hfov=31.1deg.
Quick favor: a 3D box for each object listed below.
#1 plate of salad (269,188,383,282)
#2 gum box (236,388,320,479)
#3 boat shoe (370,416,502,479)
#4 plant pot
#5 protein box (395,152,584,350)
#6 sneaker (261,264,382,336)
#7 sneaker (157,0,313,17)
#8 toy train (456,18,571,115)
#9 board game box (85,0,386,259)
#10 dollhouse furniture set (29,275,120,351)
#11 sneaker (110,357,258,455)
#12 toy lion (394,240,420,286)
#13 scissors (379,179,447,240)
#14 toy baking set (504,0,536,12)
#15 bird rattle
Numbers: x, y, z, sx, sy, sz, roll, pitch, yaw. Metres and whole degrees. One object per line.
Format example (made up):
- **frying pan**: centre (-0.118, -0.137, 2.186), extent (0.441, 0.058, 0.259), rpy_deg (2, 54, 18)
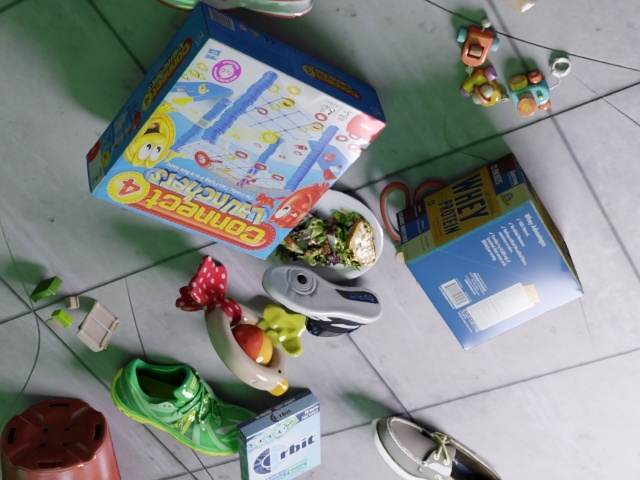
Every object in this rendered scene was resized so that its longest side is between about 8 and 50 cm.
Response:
- **plate of salad**: centre (0.000, 0.000, 1.833), extent (0.199, 0.048, 0.200), rpy_deg (5, 133, 6)
- **gum box**: centre (-0.074, 0.378, 2.128), extent (0.157, 0.041, 0.184), rpy_deg (-23, 136, -24)
- **boat shoe**: centre (0.215, 0.400, 2.114), extent (0.091, 0.109, 0.305), rpy_deg (-31, 126, 31)
- **plant pot**: centre (-0.498, 0.467, 2.212), extent (0.272, 0.272, 0.265), rpy_deg (5, 124, 6)
- **protein box**: centre (0.251, 0.019, 1.716), extent (0.201, 0.136, 0.200), rpy_deg (-28, 121, 15)
- **sneaker**: centre (-0.018, 0.112, 1.890), extent (0.216, 0.079, 0.121), rpy_deg (18, 147, -24)
- **sneaker**: centre (-0.116, -0.370, 1.515), extent (0.221, 0.087, 0.128), rpy_deg (2, 124, -7)
- **toy train**: centre (0.255, -0.227, 1.585), extent (0.166, 0.046, 0.125), rpy_deg (18, 132, -6)
- **board game box**: centre (-0.119, -0.141, 1.616), extent (0.308, 0.086, 0.302), rpy_deg (21, 125, -33)
- **dollhouse furniture set**: centre (-0.433, 0.130, 2.016), extent (0.058, 0.076, 0.151), rpy_deg (-21, 124, 41)
- **sneaker**: centre (-0.239, 0.303, 2.104), extent (0.295, 0.109, 0.123), rpy_deg (21, 136, -8)
- **toy lion**: centre (0.173, 0.017, 1.831), extent (0.096, 0.034, 0.100), rpy_deg (-29, 121, 22)
- **scissors**: centre (0.169, 0.028, 1.812), extent (0.109, 0.021, 0.297), rpy_deg (-15, 122, 2)
- **toy baking set**: centre (0.239, -0.403, 1.442), extent (0.196, 0.030, 0.256), rpy_deg (15, 132, -3)
- **bird rattle**: centre (-0.124, 0.148, 1.897), extent (0.143, 0.207, 0.253), rpy_deg (-34, 129, 13)
